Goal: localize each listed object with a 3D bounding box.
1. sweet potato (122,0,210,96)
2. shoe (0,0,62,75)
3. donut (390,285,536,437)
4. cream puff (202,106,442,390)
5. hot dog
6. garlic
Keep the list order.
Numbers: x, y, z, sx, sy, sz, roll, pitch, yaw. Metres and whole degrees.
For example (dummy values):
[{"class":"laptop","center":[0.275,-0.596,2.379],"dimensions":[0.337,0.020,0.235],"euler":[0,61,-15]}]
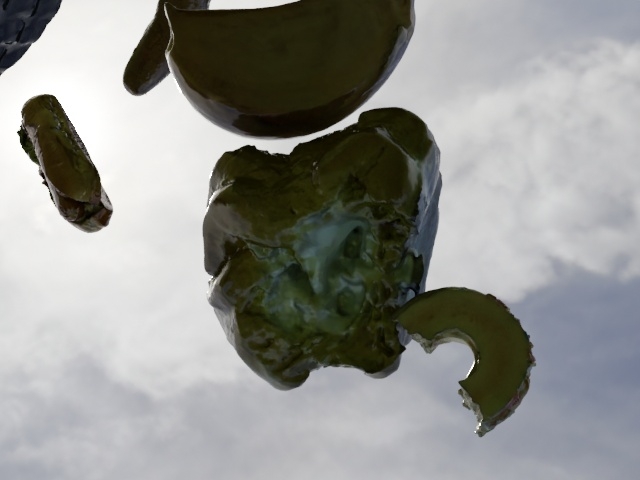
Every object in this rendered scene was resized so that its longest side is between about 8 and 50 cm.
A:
[{"class":"sweet potato","center":[-0.241,-0.395,1.796],"dimensions":[0.092,0.114,0.341],"euler":[19,-93,29]},{"class":"shoe","center":[-0.197,-0.220,0.532],"dimensions":[0.171,0.132,0.336],"euler":[42,-73,16]},{"class":"donut","center":[0.161,0.114,1.099],"dimensions":[0.108,0.065,0.166],"euler":[-34,-119,-9]},{"class":"cream puff","center":[0.003,-0.008,1.232],"dimensions":[0.270,0.323,0.274],"euler":[14,-160,13]},{"class":"hot dog","center":[-0.285,-0.089,1.151],"dimensions":[0.062,0.092,0.235],"euler":[-28,-140,-10]},{"class":"garlic","center":[-0.006,-0.219,1.214],"dimensions":[0.338,0.196,0.151],"euler":[-15,-151,5]}]
